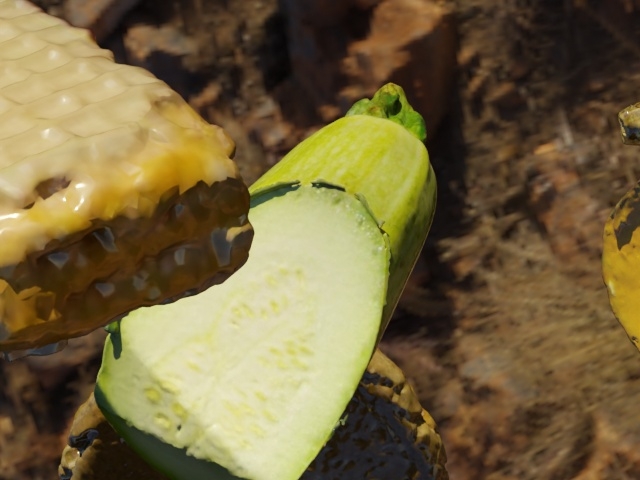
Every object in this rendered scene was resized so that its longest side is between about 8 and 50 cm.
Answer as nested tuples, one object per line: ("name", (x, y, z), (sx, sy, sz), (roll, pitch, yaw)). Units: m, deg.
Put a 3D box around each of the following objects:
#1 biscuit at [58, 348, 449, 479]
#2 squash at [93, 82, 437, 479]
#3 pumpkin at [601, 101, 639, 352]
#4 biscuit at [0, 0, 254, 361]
("biscuit", (-0.037, 0.137, 0.953), (0.226, 0.042, 0.226), (1, 118, 2))
("squash", (-0.001, -0.001, 0.652), (0.090, 0.200, 0.075), (19, 143, 19))
("pumpkin", (0.326, -0.048, 1.293), (0.222, 0.139, 0.317), (43, 136, 22))
("biscuit", (-0.165, -0.058, 0.550), (0.378, 0.094, 0.054), (27, 133, 44))
